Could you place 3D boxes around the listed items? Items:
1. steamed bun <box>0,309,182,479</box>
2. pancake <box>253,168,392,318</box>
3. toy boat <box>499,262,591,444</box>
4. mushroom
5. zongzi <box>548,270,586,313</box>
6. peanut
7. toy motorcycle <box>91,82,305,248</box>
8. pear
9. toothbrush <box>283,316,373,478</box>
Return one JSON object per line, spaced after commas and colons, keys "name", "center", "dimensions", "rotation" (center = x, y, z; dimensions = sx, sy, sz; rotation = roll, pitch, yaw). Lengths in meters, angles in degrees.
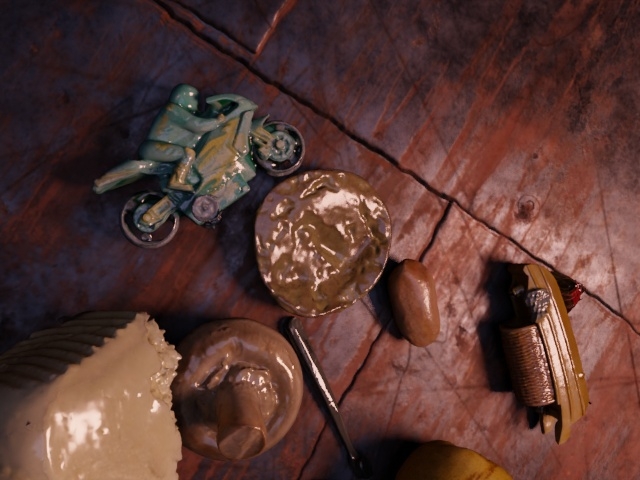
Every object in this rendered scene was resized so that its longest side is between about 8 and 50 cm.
{"name": "steamed bun", "center": [-0.306, 0.255, 0.661], "dimensions": [0.290, 0.273, 0.272], "rotation": [-19, 102, 30]}
{"name": "pancake", "center": [0.000, 0.000, 0.837], "dimensions": [0.241, 0.050, 0.242], "rotation": [-1, 92, -24]}
{"name": "toy boat", "center": [0.370, 0.190, 0.911], "dimensions": [0.115, 0.089, 0.311], "rotation": [-17, 96, -9]}
{"name": "mushroom", "center": [-0.119, 0.219, 0.741], "dimensions": [0.207, 0.215, 0.208], "rotation": [-3, 102, -12]}
{"name": "zongzi", "center": [0.446, 0.089, 0.953], "dimensions": [0.073, 0.067, 0.083], "rotation": [-29, 116, -22]}
{"name": "peanut", "center": [0.153, 0.102, 0.869], "dimensions": [0.076, 0.076, 0.152], "rotation": [-16, 100, -12]}
{"name": "toy motorcycle", "center": [-0.179, -0.121, 0.773], "dimensions": [0.296, 0.109, 0.198], "rotation": [-37, 97, -10]}
{"name": "pear", "center": [0.207, 0.422, 0.822], "dimensions": [0.208, 0.209, 0.209], "rotation": [0, 92, -12]}
{"name": "toothbrush", "center": [0.013, 0.257, 0.866], "dimensions": [0.030, 0.030, 0.297], "rotation": [-29, 97, -36]}
